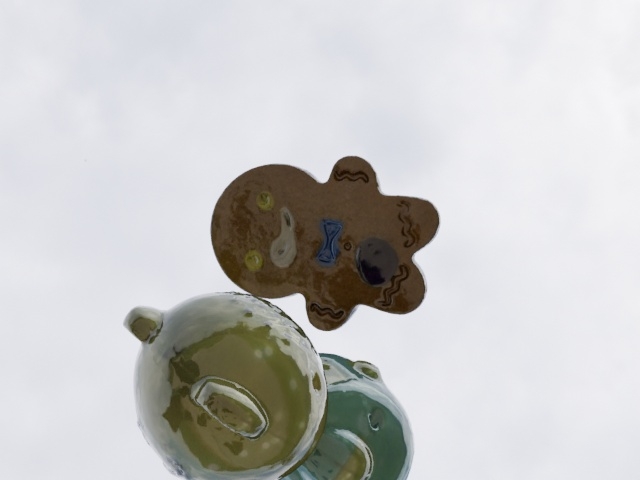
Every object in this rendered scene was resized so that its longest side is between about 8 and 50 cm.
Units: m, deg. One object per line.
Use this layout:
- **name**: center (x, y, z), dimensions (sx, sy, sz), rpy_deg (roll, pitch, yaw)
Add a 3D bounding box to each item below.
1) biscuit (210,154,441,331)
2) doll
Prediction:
- **biscuit**: center (0.000, 0.000, 1.328), dimensions (0.236, 0.039, 0.180), rpy_deg (9, -86, 16)
- **doll**: center (-0.044, 0.144, 1.103), dimensions (0.161, 0.177, 0.260), rpy_deg (-53, -45, 2)
